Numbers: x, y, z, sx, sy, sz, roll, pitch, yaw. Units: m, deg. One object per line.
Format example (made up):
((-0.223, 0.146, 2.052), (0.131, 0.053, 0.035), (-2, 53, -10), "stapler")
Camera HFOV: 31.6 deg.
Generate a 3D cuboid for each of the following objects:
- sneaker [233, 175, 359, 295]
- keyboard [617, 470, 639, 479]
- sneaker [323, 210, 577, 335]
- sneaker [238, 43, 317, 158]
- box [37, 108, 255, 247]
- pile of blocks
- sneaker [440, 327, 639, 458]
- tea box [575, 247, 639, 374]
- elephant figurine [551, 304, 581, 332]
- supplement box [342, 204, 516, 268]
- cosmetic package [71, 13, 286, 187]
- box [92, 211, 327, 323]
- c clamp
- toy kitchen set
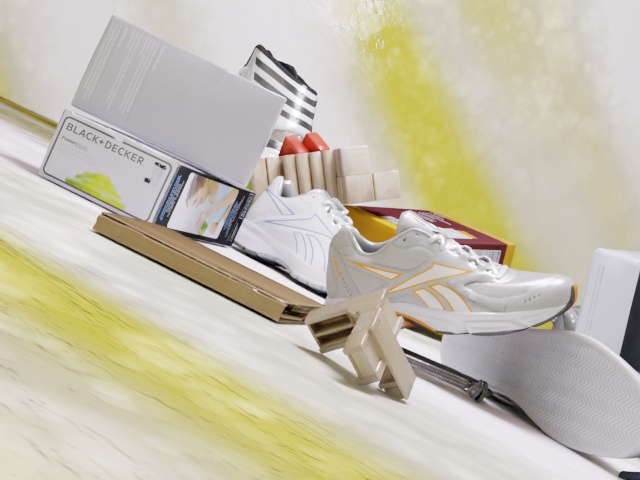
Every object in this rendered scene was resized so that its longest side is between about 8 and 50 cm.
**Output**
((0.000, 0.000, 1.542), (0.297, 0.129, 0.111), (28, 1, 36), "sneaker")
((0.359, 0.246, 1.014), (0.192, 0.038, 0.100), (22, -20, -33), "keyboard")
((0.122, 0.030, 1.125), (0.262, 0.121, 0.099), (-1, 4, 18), "sneaker")
((-0.157, -0.203, 2.027), (0.447, 0.257, 0.169), (2, -26, 47), "sneaker")
((-0.213, -0.073, 1.442), (0.169, 0.087, 0.290), (25, 2, 14), "box")
((-0.049, -0.103, 1.727), (0.362, 0.113, 0.149), (-5, 4, 21), "pile of blocks")
((0.274, 0.153, 1.162), (0.169, 0.108, 0.292), (20, 3, -32), "sneaker")
((0.527, 0.157, 1.346), (0.329, 0.220, 0.323), (5, 11, -35), "tea box")
((0.381, 0.171, 1.609), (0.186, 0.169, 0.239), (-7, 1, 31), "elephant figurine")
((0.150, 0.036, 1.703), (0.194, 0.129, 0.191), (2, 16, -37), "supplement box")
((-0.173, -0.170, 1.396), (0.238, 0.127, 0.107), (27, 2, -11), "cosmetic package")
((-0.099, 0.029, 1.089), (0.201, 0.021, 0.164), (25, 2, 15), "box")
((0.102, 0.125, 1.102), (0.160, 0.022, 0.137), (23, -3, -12), "c clamp")
((0.027, 0.095, 0.885), (0.068, 0.075, 0.083), (62, 28, -19), "toy kitchen set")
